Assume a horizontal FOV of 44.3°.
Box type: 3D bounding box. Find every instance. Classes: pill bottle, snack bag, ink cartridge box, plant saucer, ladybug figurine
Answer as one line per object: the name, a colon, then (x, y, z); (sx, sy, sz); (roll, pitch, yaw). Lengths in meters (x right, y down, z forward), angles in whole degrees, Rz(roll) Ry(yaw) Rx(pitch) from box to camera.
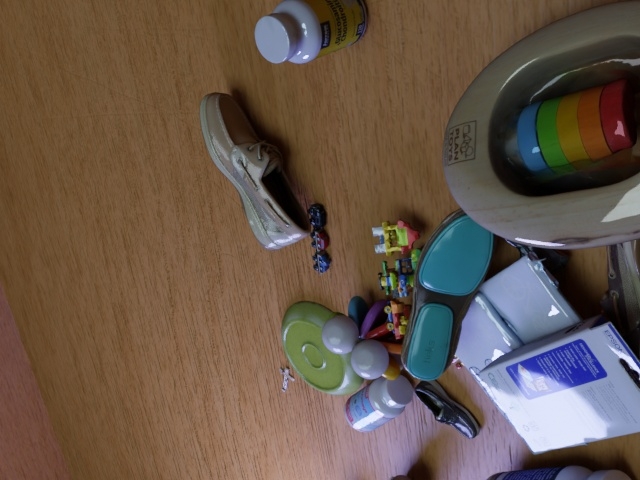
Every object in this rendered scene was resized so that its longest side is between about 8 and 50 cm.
pill bottle: (-0.016, -0.347, 1.275); (0.103, 0.184, 0.103); (25, 130, 33)
snack bag: (0.355, 0.205, 1.315); (0.323, 0.037, 0.342); (54, 152, 6)
ink cartridge box: (0.388, 0.217, 1.179); (0.165, 0.065, 0.333); (56, 151, 5)
plant saucer: (-0.006, 0.250, 1.753); (0.241, 0.037, 0.241); (23, 128, 33)
pill bottle: (0.418, 0.478, 1.386); (0.265, 0.153, 0.153); (-28, 93, 49)
pill bottle: (0.123, 0.337, 1.640); (0.087, 0.087, 0.160); (51, 139, 7)
ladybug figurine: (0.356, -0.136, 1.016); (0.449, 0.162, 0.305); (-4, 79, 48)

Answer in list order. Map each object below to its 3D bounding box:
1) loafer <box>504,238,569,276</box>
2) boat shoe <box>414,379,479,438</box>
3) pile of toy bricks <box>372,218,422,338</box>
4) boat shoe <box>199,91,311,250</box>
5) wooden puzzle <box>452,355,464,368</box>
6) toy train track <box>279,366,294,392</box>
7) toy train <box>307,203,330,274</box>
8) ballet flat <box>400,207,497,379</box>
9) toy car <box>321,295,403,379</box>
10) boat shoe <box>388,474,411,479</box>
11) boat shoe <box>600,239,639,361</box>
loafer: (0.325, -0.016, 1.251); (0.061, 0.062, 0.170); (-40, 88, 27)
boat shoe: (0.245, 0.338, 1.548); (0.152, 0.049, 0.056); (42, 137, 17)
pile of toy bricks: (0.168, 0.064, 1.432); (0.105, 0.118, 0.212); (-7, 94, 18)
boat shoe: (-0.122, -0.150, 1.567); (0.110, 0.121, 0.341); (-22, 99, 36)
wooden puzzle: (0.248, 0.206, 1.496); (0.083, 0.006, 0.049); (47, 138, 12)
toy train track: (-0.087, 0.340, 1.907); (0.048, 0.014, 0.083); (33, 134, 27)
toy train: (0.000, 0.000, 1.600); (0.036, 0.027, 0.158); (11, 122, 28)
ballet flat: (0.212, 0.075, 1.329); (0.116, 0.124, 0.342); (11, 118, 4)
toy car: (0.102, 0.182, 1.541); (0.182, 0.159, 0.136); (38, 101, 22)
boat shoe: (0.174, 0.610, 1.739); (0.123, 0.116, 0.324); (34, 155, 21)
boat shoe: (0.473, 0.088, 1.138); (0.342, 0.123, 0.123); (67, 170, -26)
